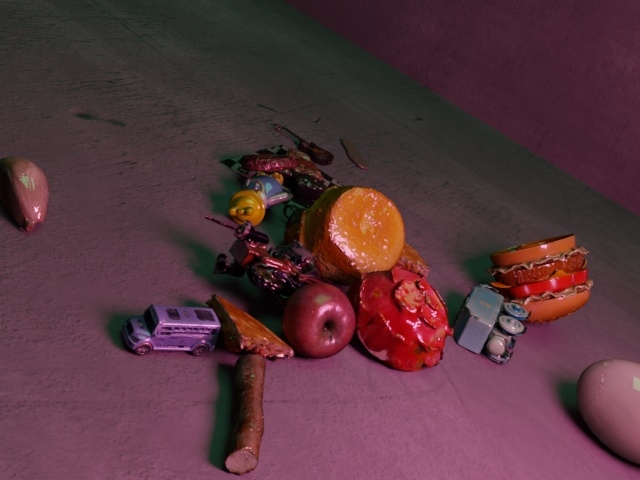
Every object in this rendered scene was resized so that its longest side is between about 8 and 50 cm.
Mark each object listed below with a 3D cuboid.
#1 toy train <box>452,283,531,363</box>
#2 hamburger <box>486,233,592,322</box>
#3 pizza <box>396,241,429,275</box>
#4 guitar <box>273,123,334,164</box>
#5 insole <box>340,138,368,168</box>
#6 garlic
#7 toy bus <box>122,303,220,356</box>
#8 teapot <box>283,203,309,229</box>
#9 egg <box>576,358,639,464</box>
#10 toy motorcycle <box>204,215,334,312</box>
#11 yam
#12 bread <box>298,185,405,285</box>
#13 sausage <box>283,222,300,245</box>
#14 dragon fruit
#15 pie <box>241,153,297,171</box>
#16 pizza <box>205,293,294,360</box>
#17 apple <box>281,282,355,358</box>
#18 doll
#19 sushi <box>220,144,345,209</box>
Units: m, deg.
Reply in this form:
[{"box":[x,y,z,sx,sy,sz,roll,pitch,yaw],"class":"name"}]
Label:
[{"box":[0.415,0.203,1.958,0.163,0.112,0.203,25,25,11],"class":"toy train"},{"box":[0.587,0.110,2.122,0.274,0.274,0.212,-14,89,-53],"class":"hamburger"},{"box":[0.178,0.021,2.124,0.246,0.058,0.127,28,25,-1],"class":"pizza"},{"box":[-0.060,-0.310,2.547,0.233,0.025,0.088,35,28,19],"class":"guitar"},{"box":[0.112,-0.291,2.680,0.063,0.010,0.192,12,29,-28],"class":"insole"},{"box":[-0.602,-0.108,1.613,0.087,0.101,0.195,-4,39,-48],"class":"garlic"},{"box":[-0.271,0.159,1.455,0.167,0.076,0.073,7,32,-34],"class":"toy bus"},{"box":[-0.048,-0.055,2.047,0.121,0.068,0.076,37,28,20],"class":"teapot"},{"box":[0.704,0.383,1.780,0.283,0.203,0.203,40,29,16],"class":"egg"},{"box":[-0.110,0.053,1.700,0.401,0.134,0.207,21,23,-44],"class":"toy motorcycle"},{"box":[-0.125,0.290,1.369,0.061,0.061,0.253,20,28,-13],"class":"yam"},{"box":[0.082,-0.015,1.909,0.268,0.268,0.146,9,-10,-31],"class":"bread"},{"box":[0.000,0.000,1.986,0.198,0.076,0.076,11,31,-29],"class":"sausage"},{"box":[0.172,0.179,1.720,0.262,0.163,0.189,44,60,-1],"class":"dragon fruit"},{"box":[-0.141,-0.211,2.158,0.154,0.038,0.153,-1,14,0],"class":"pie"},{"box":[-0.153,0.177,1.518,0.201,0.053,0.193,36,4,8],"class":"pizza"},{"box":[-0.006,0.160,1.614,0.153,0.153,0.120,10,6,-30],"class":"apple"},{"box":[-0.160,-0.103,2.005,0.135,0.098,0.241,32,25,2],"class":"doll"},{"box":[-0.061,-0.200,2.297,0.320,0.068,0.339,35,28,16],"class":"sushi"}]
